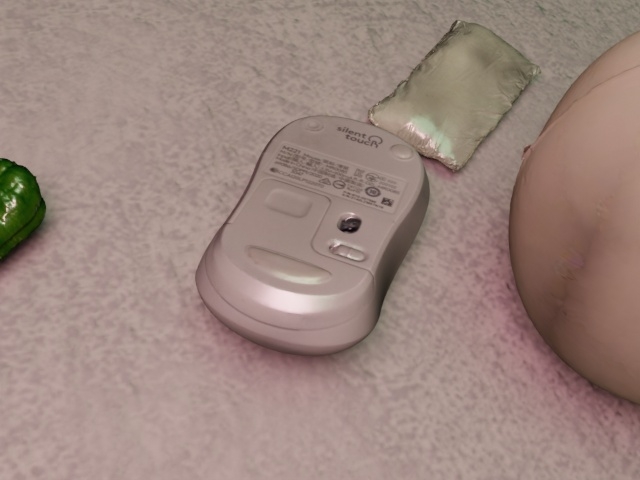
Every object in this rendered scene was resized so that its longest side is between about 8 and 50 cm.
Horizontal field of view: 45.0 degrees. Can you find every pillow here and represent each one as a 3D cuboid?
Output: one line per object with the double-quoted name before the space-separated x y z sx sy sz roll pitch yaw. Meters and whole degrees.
"pillow" 0.167 -0.181 0.934 0.128 0.051 0.229 36 60 12

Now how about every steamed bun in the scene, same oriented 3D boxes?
"steamed bun" 0.336 -0.014 0.681 0.334 0.374 0.333 0 53 -1

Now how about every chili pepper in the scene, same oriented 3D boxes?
"chili pepper" -0.354 0.017 0.669 0.253 0.083 0.099 -33 70 -23

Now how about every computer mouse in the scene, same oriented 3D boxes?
"computer mouse" 0.000 0.000 0.744 0.184 0.121 0.296 13 41 7
